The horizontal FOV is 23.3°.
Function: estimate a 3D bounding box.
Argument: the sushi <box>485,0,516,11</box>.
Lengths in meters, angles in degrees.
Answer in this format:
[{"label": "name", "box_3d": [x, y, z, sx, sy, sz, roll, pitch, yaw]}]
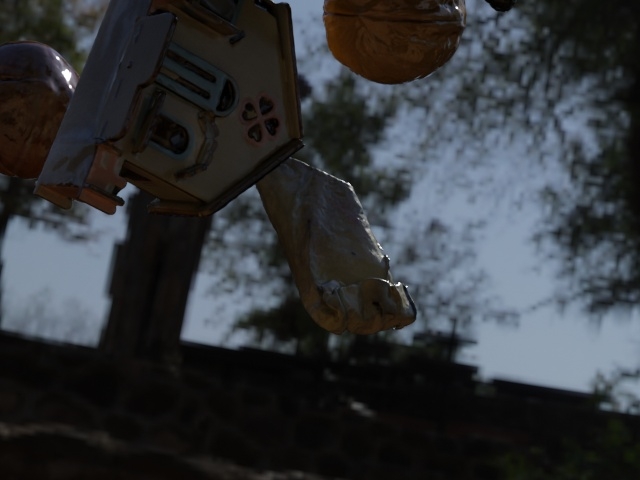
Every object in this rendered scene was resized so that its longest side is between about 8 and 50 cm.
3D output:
[{"label": "sushi", "box_3d": [0.101, -0.427, 1.701, 0.352, 0.178, 0.294, 26, 26, -11]}]

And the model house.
[{"label": "model house", "box_3d": [-0.138, -0.148, 1.734, 0.244, 0.326, 0.169, 30, -19, -37]}]

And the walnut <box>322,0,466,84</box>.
[{"label": "walnut", "box_3d": [0.088, -0.265, 1.825, 0.165, 0.165, 0.197, 2, 1, 32]}]

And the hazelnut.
[{"label": "hazelnut", "box_3d": [-0.369, -0.164, 1.988, 0.182, 0.182, 0.182, 9, -13, 2]}]

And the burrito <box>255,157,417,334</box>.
[{"label": "burrito", "box_3d": [0.009, -0.001, 2.304, 0.175, 0.347, 0.107, -2, -38, -42]}]
